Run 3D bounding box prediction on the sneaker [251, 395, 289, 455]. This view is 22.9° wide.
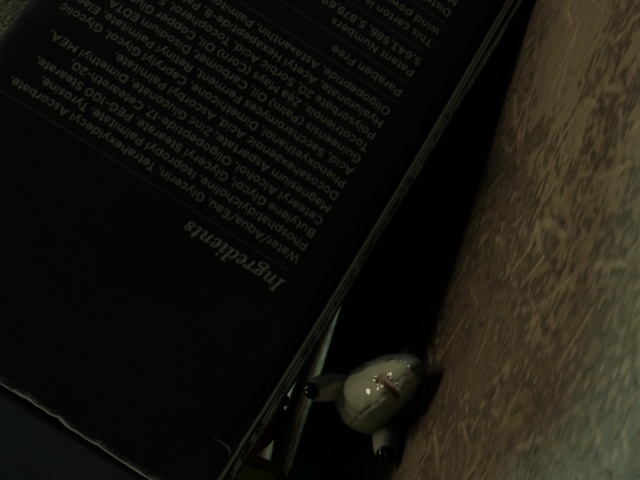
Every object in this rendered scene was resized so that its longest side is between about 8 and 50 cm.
[{"bbox_3d":[-0.077,0.130,1.565,0.116,0.136,0.314,14,57,44],"label":"sneaker"}]

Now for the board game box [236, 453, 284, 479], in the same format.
[{"bbox_3d":[-0.088,0.289,1.451,0.092,0.043,0.181,-172,103,-83],"label":"board game box"}]

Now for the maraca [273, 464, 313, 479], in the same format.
[{"bbox_3d":[-0.059,0.241,1.138,0.127,0.099,0.185,-29,25,53],"label":"maraca"}]

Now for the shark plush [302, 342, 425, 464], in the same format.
[{"bbox_3d":[0.048,0.097,1.042,0.067,0.073,0.161,-49,-13,6],"label":"shark plush"}]

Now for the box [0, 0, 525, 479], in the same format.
[{"bbox_3d":[-0.125,-0.016,1.248,0.471,0.297,0.480,-60,3,-23],"label":"box"}]
